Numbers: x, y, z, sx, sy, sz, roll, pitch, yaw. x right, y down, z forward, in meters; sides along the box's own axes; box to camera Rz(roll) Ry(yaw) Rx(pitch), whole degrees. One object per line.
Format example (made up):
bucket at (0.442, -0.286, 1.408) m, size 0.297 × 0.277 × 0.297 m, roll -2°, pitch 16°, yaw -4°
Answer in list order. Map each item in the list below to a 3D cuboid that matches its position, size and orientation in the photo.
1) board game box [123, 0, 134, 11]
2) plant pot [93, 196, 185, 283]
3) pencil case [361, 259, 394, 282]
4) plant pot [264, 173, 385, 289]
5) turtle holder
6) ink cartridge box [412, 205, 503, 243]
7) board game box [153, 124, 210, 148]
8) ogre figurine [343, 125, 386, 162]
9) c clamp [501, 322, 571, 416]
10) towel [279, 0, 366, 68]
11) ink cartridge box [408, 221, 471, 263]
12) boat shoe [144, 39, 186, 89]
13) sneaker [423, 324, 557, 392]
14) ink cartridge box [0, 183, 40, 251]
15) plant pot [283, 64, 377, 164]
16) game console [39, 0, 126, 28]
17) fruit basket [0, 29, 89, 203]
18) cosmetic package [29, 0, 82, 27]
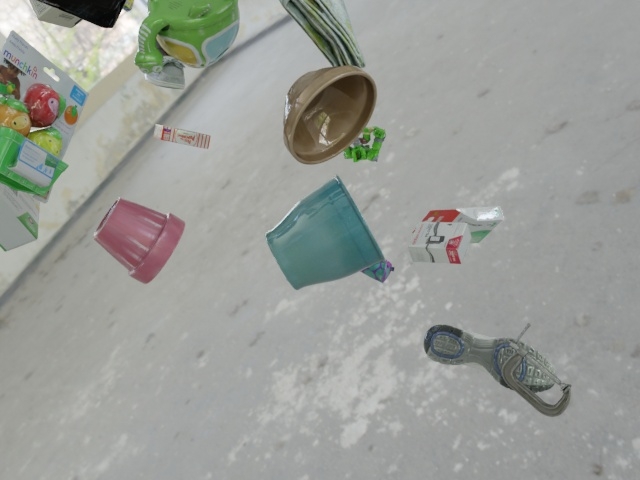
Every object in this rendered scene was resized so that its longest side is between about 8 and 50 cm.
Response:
board game box at (-0.713, -0.900, 2.169) m, size 0.060 × 0.194 × 0.194 m, roll -15°, pitch 58°, yaw 36°
plant pot at (-0.487, -0.013, 1.697) m, size 0.201 × 0.180 × 0.201 m, roll -44°, pitch 25°, yaw 26°
pencil case at (0.139, 0.066, 1.902) m, size 0.152 × 0.064 × 0.070 m, roll 25°, pitch 107°, yaw 26°
plant pot at (0.000, 0.000, 1.737) m, size 0.255 × 0.271 × 0.271 m, roll -30°, pitch 25°, yaw 1°
turtle holder at (-0.352, -0.585, 1.765) m, size 0.243 × 0.227 × 0.320 m, roll 9°, pitch 52°, yaw 6°
ink cartridge box at (0.414, -0.041, 1.954) m, size 0.181 × 0.225 × 0.056 m, roll 116°, pitch 146°, yaw -65°
board game box at (-0.437, -0.327, 2.017) m, size 0.193 × 0.147 × 0.045 m, roll -151°, pitch 71°, yaw -67°
ogre figurine at (0.136, -0.335, 2.226) m, size 0.197 × 0.118 × 0.097 m, roll 4°, pitch 18°, yaw 18°
c clamp at (0.419, 0.261, 1.241) m, size 0.022 × 0.160 × 0.137 m, roll -23°, pitch -28°, yaw -47°
towel at (-0.026, -0.593, 1.519) m, size 0.090 × 0.320 × 0.374 m, roll -29°, pitch 56°, yaw 16°
ink cartridge box at (0.336, 0.005, 1.821) m, size 0.150 × 0.063 × 0.109 m, roll 2°, pitch 46°, yaw 32°
boat shoe at (-0.507, -0.579, 2.067) m, size 0.320 × 0.118 × 0.103 m, roll 59°, pitch 140°, yaw 47°
sneaker at (0.390, 0.258, 1.463) m, size 0.297 × 0.129 × 0.111 m, roll 19°, pitch 92°, yaw 27°
ink cartridge box at (-0.980, -0.138, 2.000) m, size 0.117 × 0.201 × 0.278 m, roll -22°, pitch 46°, yaw 0°
plant pot at (-0.001, -0.290, 1.400) m, size 0.237 × 0.237 × 0.110 m, roll -42°, pitch 63°, yaw -2°
game console at (-0.472, -0.641, 1.363) m, size 0.044 × 0.213 × 0.361 m, roll 142°, pitch 149°, yaw -77°
fruit basket at (-0.758, -0.310, 1.693) m, size 0.165 × 0.327 × 0.353 m, roll 18°, pitch 78°, yaw 21°
cosmetic package at (-0.716, -0.739, 1.706) m, size 0.153 × 0.296 × 0.129 m, roll -26°, pitch -3°, yaw 22°
